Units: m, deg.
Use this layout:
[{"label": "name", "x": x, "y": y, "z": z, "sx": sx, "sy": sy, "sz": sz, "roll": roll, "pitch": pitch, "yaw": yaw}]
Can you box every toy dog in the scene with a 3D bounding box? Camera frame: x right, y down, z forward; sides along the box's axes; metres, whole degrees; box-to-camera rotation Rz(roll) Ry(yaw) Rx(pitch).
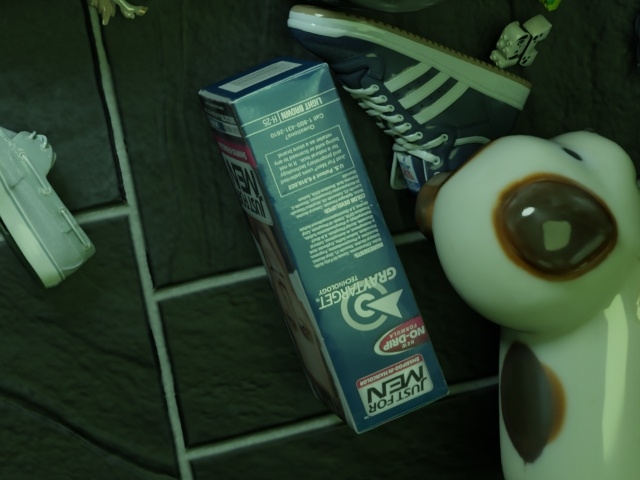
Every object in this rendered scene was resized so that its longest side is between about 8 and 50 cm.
[{"label": "toy dog", "x": 0.249, "y": 0.080, "z": 1.859, "sx": 0.395, "sy": 0.284, "sz": 0.408, "roll": -30, "pitch": 111, "yaw": -12}]

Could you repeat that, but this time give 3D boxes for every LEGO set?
[{"label": "LEGO set", "x": 0.196, "y": -0.271, "z": 1.890, "sx": 0.093, "sy": 0.227, "sz": 0.087, "roll": -20, "pitch": 60, "yaw": -36}]

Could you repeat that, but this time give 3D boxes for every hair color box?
[{"label": "hair color box", "x": 0.000, "y": 0.000, "z": 1.874, "sx": 0.105, "sy": 0.174, "sz": 0.347, "roll": -23, "pitch": 102, "yaw": -10}]

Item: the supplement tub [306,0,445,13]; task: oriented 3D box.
[{"label": "supplement tub", "x": 0.050, "y": -0.308, "z": 1.769, "sx": 0.193, "sy": 0.316, "sz": 0.193, "roll": -2, "pitch": 98, "yaw": -14}]

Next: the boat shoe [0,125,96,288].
[{"label": "boat shoe", "x": -0.293, "y": -0.065, "z": 1.850, "sx": 0.081, "sy": 0.079, "sz": 0.227, "roll": -34, "pitch": 109, "yaw": -17}]

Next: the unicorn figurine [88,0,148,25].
[{"label": "unicorn figurine", "x": -0.178, "y": -0.292, "z": 1.847, "sx": 0.162, "sy": 0.060, "sz": 0.111, "roll": -46, "pitch": 106, "yaw": -4}]

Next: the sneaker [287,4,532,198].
[{"label": "sneaker", "x": 0.074, "y": -0.128, "z": 1.895, "sx": 0.282, "sy": 0.099, "sz": 0.153, "roll": 18, "pitch": 95, "yaw": -31}]

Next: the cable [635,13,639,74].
[{"label": "cable", "x": 0.409, "y": -0.216, "z": 1.965, "sx": 0.184, "sy": 0.047, "sz": 0.150, "roll": -34, "pitch": 76, "yaw": 19}]
